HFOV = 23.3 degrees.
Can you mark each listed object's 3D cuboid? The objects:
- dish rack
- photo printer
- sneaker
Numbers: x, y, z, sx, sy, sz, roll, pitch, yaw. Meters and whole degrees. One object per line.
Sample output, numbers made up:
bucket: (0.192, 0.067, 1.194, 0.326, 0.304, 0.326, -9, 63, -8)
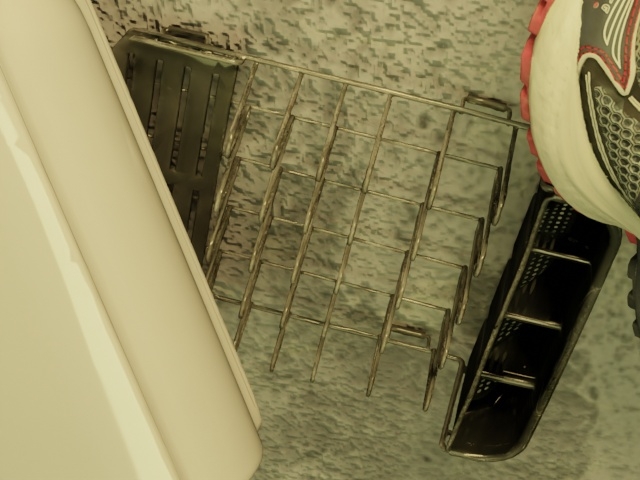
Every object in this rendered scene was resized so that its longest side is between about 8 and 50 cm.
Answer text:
dish rack: (0.000, 0.000, 0.795, 0.271, 0.074, 0.208, 15, 135, 1)
photo printer: (-0.191, 0.003, 0.770, 0.256, 0.107, 0.307, -11, 109, 28)
sneaker: (0.184, -0.026, 0.665, 0.112, 0.121, 0.299, 15, 148, 47)
